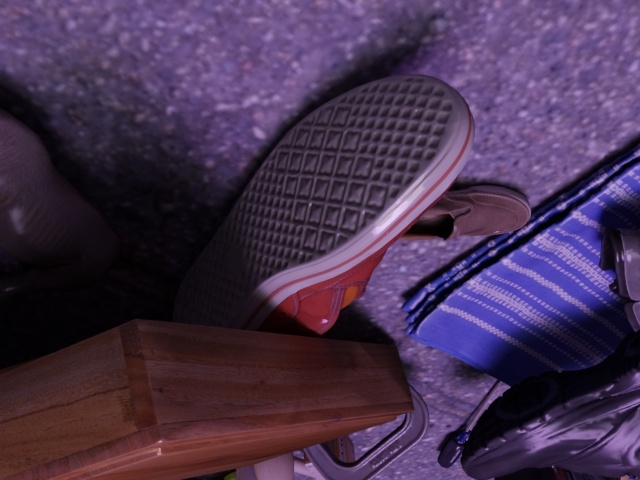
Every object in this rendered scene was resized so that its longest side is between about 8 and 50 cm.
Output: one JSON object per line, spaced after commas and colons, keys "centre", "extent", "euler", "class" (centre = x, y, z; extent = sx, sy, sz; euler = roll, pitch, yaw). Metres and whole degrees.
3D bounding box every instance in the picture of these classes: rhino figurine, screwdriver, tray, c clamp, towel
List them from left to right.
{"centre": [-0.231, -0.043, 0.537], "extent": [0.106, 0.073, 0.243], "euler": [-14, 135, 15], "class": "rhino figurine"}
{"centre": [-0.088, 0.141, 0.611], "extent": [0.202, 0.076, 0.411], "euler": [-22, 163, 20], "class": "tray"}
{"centre": [0.025, 0.184, 0.799], "extent": [0.160, 0.137, 0.022], "euler": [-36, 173, 14], "class": "c clamp"}
{"centre": [0.177, 0.213, 0.889], "extent": [0.025, 0.024, 0.170], "euler": [31, 130, 5], "class": "screwdriver"}
{"centre": [0.267, 0.035, 0.695], "extent": [0.243, 0.040, 0.336], "euler": [30, 127, -33], "class": "towel"}

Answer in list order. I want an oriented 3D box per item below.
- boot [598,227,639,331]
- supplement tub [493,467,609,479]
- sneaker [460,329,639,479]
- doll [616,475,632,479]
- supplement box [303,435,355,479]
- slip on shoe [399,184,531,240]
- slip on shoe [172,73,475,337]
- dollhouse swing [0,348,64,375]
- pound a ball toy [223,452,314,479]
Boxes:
{"centre": [0.294, -0.012, 0.576], "extent": [0.161, 0.083, 0.247], "euler": [-13, 136, 12], "class": "boot"}
{"centre": [0.315, 0.338, 0.974], "extent": [0.197, 0.106, 0.106], "euler": [29, 127, -31], "class": "supplement tub"}
{"centre": [0.264, 0.175, 0.712], "extent": [0.286, 0.109, 0.130], "euler": [-31, 94, 26], "class": "sneaker"}
{"centre": [0.466, 0.281, 0.949], "extent": [0.188, 0.046, 0.129], "euler": [1, 139, 12], "class": "doll"}
{"centre": [0.012, 0.243, 0.874], "extent": [0.036, 0.062, 0.098], "euler": [-16, 137, 11], "class": "supplement box"}
{"centre": [0.106, -0.018, 0.619], "extent": [0.135, 0.041, 0.051], "euler": [7, 136, -13], "class": "slip on shoe"}
{"centre": [0.000, 0.000, 0.583], "extent": [0.101, 0.123, 0.331], "euler": [9, 140, -36], "class": "slip on shoe"}
{"centre": [-0.362, 0.126, 0.715], "extent": [0.315, 0.305, 0.347], "euler": [43, 131, 11], "class": "dollhouse swing"}
{"centre": [-0.045, 0.368, 0.950], "extent": [0.208, 0.136, 0.319], "euler": [-26, 134, 21], "class": "pound a ball toy"}
